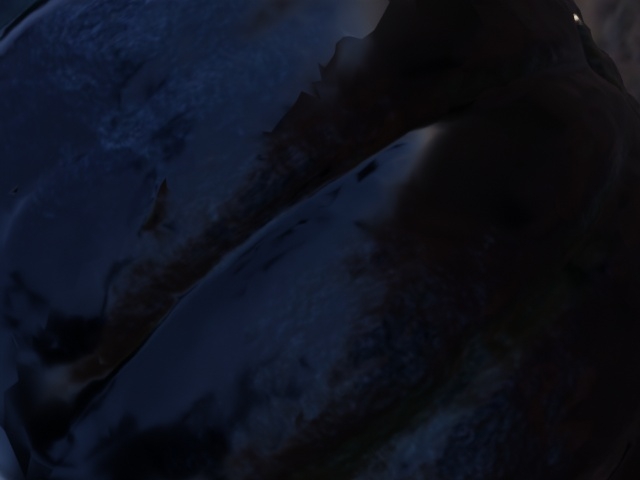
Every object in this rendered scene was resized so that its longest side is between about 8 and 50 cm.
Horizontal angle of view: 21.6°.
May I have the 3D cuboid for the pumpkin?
[{"bbox_3d":[0.000,0.000,0.652,0.266,0.363,0.363,-37,15,14],"label":"pumpkin"}]
